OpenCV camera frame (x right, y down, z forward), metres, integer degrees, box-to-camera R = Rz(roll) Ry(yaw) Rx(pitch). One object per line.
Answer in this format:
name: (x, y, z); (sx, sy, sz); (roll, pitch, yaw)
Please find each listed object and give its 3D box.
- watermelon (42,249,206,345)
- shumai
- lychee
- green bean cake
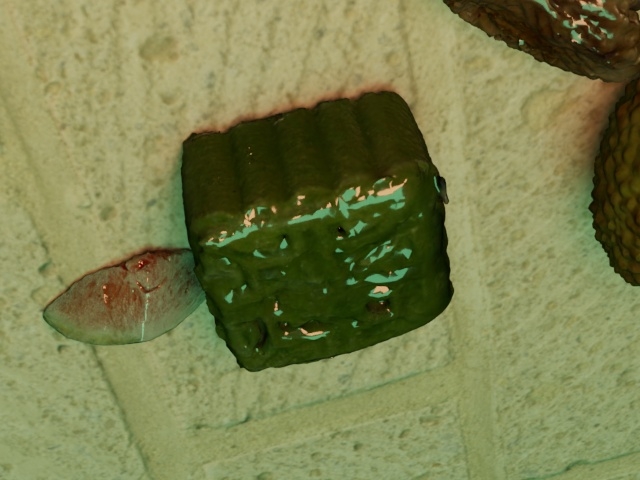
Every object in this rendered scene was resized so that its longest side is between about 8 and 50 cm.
watermelon: (-0.205, 0.067, 1.390); (0.180, 0.081, 0.094); (-24, 110, 1)
shumai: (0.218, -0.254, 1.143); (0.218, 0.184, 0.186); (21, 90, -18)
lychee: (0.399, -0.068, 1.278); (0.269, 0.270, 0.320); (-4, 131, -12)
green bean cake: (0.000, 0.000, 1.306); (0.246, 0.156, 0.250); (-13, 136, -1)
